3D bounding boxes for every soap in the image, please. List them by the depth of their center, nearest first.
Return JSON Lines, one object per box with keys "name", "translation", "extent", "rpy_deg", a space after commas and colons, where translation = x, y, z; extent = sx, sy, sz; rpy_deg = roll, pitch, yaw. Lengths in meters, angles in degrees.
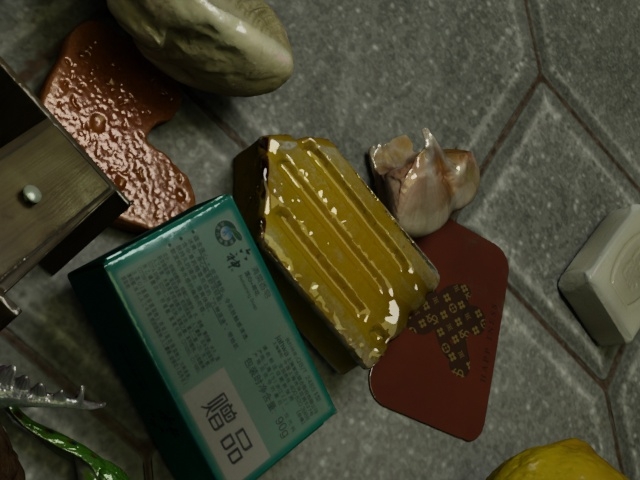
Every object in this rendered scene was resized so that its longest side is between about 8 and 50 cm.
{"name": "soap", "translation": [0.000, 0.000, 0.933], "extent": [0.257, 0.080, 0.160], "rpy_deg": [50, 54, -9]}
{"name": "soap", "translation": [0.421, 0.047, 1.206], "extent": [0.183, 0.063, 0.121], "rpy_deg": [-44, 103, -34]}

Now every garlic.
{"name": "garlic", "translation": [0.132, -0.074, 1.037], "extent": [0.174, 0.099, 0.124], "rpy_deg": [-22, 96, -37]}

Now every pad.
{"name": "pad", "translation": [0.152, 0.097, 1.051], "extent": [0.181, 0.004, 0.267], "rpy_deg": [27, 62, -24]}

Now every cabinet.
{"name": "cabinet", "translation": [-0.297, -0.037, 0.682], "extent": [0.215, 0.148, 0.175], "rpy_deg": [49, 35, -11]}

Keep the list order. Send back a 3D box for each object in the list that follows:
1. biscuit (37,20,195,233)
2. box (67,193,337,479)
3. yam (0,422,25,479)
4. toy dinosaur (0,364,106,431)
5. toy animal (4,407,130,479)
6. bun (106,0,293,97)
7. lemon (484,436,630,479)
{"name": "biscuit", "translation": [-0.198, -0.108, 0.867], "extent": [0.186, 0.036, 0.192], "rpy_deg": [27, 62, -27]}
{"name": "box", "translation": [-0.107, 0.099, 0.809], "extent": [0.153, 0.092, 0.245], "rpy_deg": [-32, 101, -35]}
{"name": "yam", "translation": [-0.303, 0.095, 0.580], "extent": [0.131, 0.131, 0.280], "rpy_deg": [-39, 124, -35]}
{"name": "toy dinosaur", "translation": [-0.286, 0.135, 0.712], "extent": [0.208, 0.039, 0.082], "rpy_deg": [0, 69, -17]}
{"name": "toy animal", "translation": [-0.224, 0.211, 0.748], "extent": [0.217, 0.041, 0.075], "rpy_deg": [41, 51, -12]}
{"name": "bun", "translation": [-0.135, -0.231, 0.872], "extent": [0.237, 0.116, 0.210], "rpy_deg": [42, 19, -21]}
{"name": "lemon", "translation": [0.255, 0.357, 0.900], "extent": [0.235, 0.236, 0.263], "rpy_deg": [12, 43, -30]}
